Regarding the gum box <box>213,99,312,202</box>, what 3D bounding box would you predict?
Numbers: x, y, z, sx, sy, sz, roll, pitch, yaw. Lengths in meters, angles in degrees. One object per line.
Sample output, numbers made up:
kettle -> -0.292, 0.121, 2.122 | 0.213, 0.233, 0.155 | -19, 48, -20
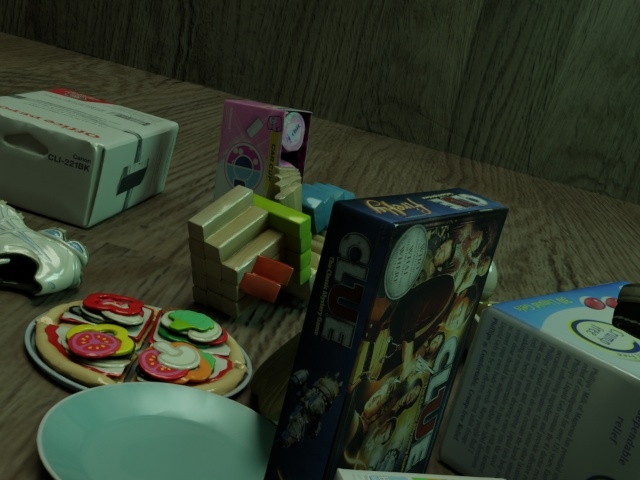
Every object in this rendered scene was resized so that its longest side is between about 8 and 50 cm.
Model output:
gum box -> -0.083, -0.091, 1.205 | 0.107, 0.188, 0.062 | 16, 14, 34

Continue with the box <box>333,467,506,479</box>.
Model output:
box -> 0.072, 0.212, 0.432 | 0.114, 0.103, 0.203 | 8, 17, -19

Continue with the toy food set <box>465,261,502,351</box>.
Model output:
toy food set -> 0.281, 0.092, 1.059 | 0.306, 0.092, 0.220 | 9, 16, -17

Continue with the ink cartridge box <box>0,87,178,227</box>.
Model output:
ink cartridge box -> -0.338, -0.121, 1.201 | 0.197, 0.114, 0.273 | 17, 15, 6

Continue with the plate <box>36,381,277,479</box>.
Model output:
plate -> -0.105, 0.154, 0.624 | 0.188, 0.024, 0.188 | 13, 15, -4

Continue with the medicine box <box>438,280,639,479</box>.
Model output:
medicine box -> 0.299, 0.161, 0.731 | 0.289, 0.149, 0.263 | 26, 20, 38

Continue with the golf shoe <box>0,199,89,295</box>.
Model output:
golf shoe -> -0.322, 0.006, 0.872 | 0.176, 0.069, 0.086 | 17, 22, 12

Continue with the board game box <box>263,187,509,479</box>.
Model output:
board game box -> 0.038, 0.090, 0.564 | 0.042, 0.243, 0.165 | 23, 18, 29

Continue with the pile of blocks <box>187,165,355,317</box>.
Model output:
pile of blocks -> 0.000, 0.000, 1.022 | 0.113, 0.149, 0.362 | 22, 17, 27

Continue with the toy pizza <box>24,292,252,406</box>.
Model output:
toy pizza -> -0.157, 0.089, 0.785 | 0.201, 0.032, 0.201 | 13, 15, -4

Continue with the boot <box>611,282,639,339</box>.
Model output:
boot -> 0.252, 0.144, 0.524 | 0.236, 0.178, 0.085 | 30, 1, 31

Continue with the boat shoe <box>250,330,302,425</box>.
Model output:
boat shoe -> -0.007, 0.125, 0.732 | 0.073, 0.080, 0.223 | 49, -1, -4
